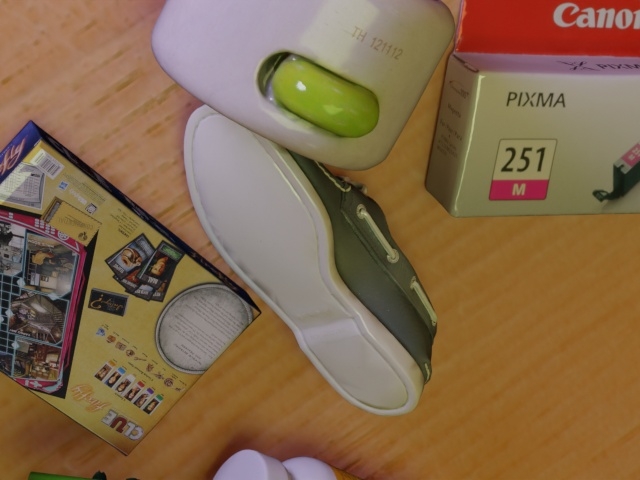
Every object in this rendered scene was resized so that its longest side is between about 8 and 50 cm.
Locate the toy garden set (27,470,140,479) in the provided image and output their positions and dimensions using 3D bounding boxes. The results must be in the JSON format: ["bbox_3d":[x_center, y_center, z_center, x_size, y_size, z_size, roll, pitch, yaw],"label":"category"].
[{"bbox_3d":[-0.130,0.271,1.285,0.204,0.049,0.244,7,133,1],"label":"toy garden set"}]

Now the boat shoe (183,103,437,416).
[{"bbox_3d":[0.000,0.000,1.265,0.319,0.116,0.099,57,44,-26],"label":"boat shoe"}]

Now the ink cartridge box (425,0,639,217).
[{"bbox_3d":[0.238,-0.140,1.300,0.275,0.060,0.238,-2,116,-22],"label":"ink cartridge box"}]

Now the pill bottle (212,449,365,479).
[{"bbox_3d":[0.005,0.257,1.359,0.208,0.117,0.117,28,101,-31],"label":"pill bottle"}]

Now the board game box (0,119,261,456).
[{"bbox_3d":[-0.187,0.043,1.220,0.165,0.042,0.243,-47,122,3],"label":"board game box"}]

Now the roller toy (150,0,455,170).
[{"bbox_3d":[-0.011,-0.154,1.112,0.146,0.209,0.191,-61,159,13],"label":"roller toy"}]
